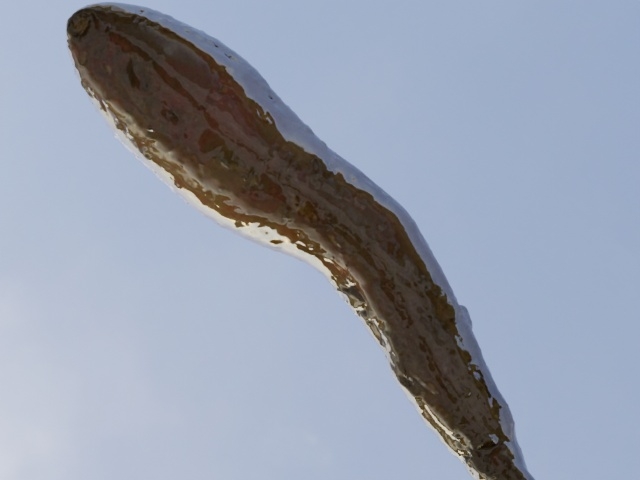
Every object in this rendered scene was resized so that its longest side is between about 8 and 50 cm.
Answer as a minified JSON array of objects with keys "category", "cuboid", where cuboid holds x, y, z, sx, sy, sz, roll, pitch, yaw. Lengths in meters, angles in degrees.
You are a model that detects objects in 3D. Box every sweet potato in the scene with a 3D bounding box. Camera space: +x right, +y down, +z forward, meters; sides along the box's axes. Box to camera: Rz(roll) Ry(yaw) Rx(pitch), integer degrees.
[{"category":"sweet potato","cuboid":[0.000,0.000,0.592,0.214,0.050,0.050,45,-73,5]}]
